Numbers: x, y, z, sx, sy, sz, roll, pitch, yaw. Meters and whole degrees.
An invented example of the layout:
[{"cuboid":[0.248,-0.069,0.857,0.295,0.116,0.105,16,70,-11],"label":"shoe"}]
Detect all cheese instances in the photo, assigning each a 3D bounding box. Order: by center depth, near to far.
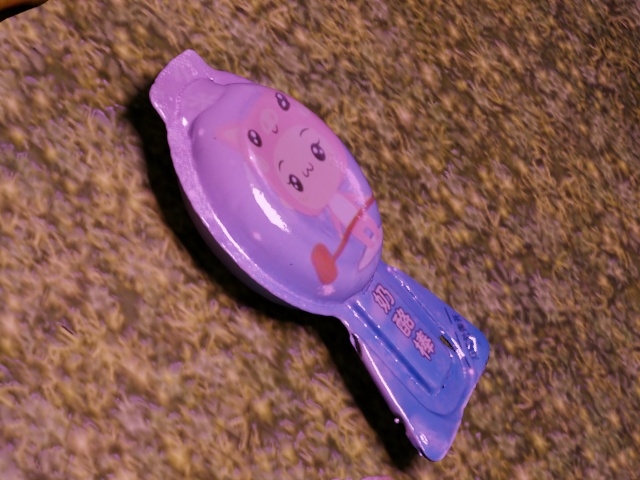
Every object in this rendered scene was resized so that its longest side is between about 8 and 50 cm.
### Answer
[{"cuboid":[0.000,0.000,1.018,0.244,0.052,0.135,48,35,-11],"label":"cheese"}]

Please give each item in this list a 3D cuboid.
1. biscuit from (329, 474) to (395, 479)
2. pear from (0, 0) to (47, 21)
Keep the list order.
[{"cuboid":[0.095,0.199,0.983,0.290,0.038,0.141,17,51,-41],"label":"biscuit"},{"cuboid":[-0.204,-0.155,0.816,0.238,0.164,0.255,1,67,-61],"label":"pear"}]
